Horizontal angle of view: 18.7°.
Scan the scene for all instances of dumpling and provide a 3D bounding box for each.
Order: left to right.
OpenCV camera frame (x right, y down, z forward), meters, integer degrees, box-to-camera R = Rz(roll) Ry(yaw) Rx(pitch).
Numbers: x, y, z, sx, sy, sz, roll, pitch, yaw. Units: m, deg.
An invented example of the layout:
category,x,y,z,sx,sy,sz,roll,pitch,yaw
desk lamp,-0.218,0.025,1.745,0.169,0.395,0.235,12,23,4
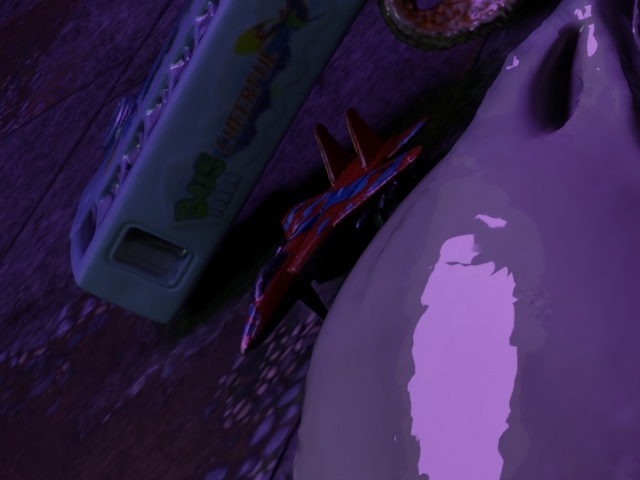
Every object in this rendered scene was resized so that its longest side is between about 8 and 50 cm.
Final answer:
category,x,y,z,sx,sy,sz,roll,pitch,yaw
dumpling,0.076,0.100,0.649,0.181,0.341,0.260,-12,-24,-10

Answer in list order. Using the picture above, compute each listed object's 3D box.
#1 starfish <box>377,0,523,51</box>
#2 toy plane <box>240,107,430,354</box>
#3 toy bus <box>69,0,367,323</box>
category,x,y,z,sx,sy,sz,roll,pitch,yaw
starfish,0.169,-0.226,1.170,0.303,0.113,0.312,-41,18,16
toy plane,0.003,0.002,1.136,0.130,0.061,0.189,-22,35,47
toy bus,-0.063,-0.089,1.247,0.136,0.109,0.329,-83,20,-51
